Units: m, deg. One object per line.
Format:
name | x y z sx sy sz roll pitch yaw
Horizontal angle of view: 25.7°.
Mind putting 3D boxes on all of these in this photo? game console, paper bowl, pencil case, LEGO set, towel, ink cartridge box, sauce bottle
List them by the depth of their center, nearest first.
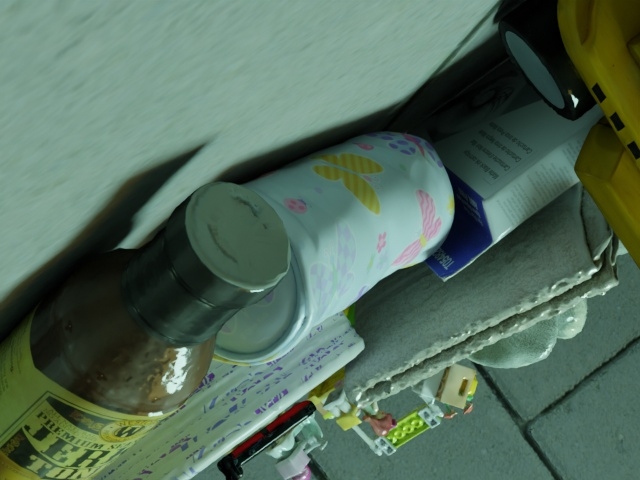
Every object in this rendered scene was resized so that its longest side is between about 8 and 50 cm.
sauce bottle | -0.140 0.077 0.880 0.111 0.111 0.344 -30 172 -45
pencil case | 0.000 0.000 1.023 0.273 0.113 0.124 -30 147 -57
game console | -0.040 0.200 1.136 0.124 0.085 0.144 -35 176 -11
paper bowl | -0.115 0.113 1.154 0.284 0.148 0.284 -35 174 -4
ink cartridge box | 0.151 -0.079 1.191 0.224 0.045 0.223 -38 -158 -1
towel | 0.131 0.019 1.203 0.282 0.049 0.187 -31 -148 30
LEGO set | 0.080 0.159 1.322 0.287 0.107 0.132 -28 -160 47

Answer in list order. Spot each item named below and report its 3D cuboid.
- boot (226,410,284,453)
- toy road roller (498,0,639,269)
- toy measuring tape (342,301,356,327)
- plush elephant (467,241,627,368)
boot | -0.146 0.171 1.446 0.236 0.089 0.269 -24 -174 3
toy road roller | 0.293 -0.089 0.971 0.202 0.329 0.240 -36 -164 0
toy measuring tape | -0.084 0.064 1.368 0.330 0.121 0.121 -12 174 0
plush elephant | 0.194 -0.003 1.429 0.330 0.272 0.255 -6 -173 -28
